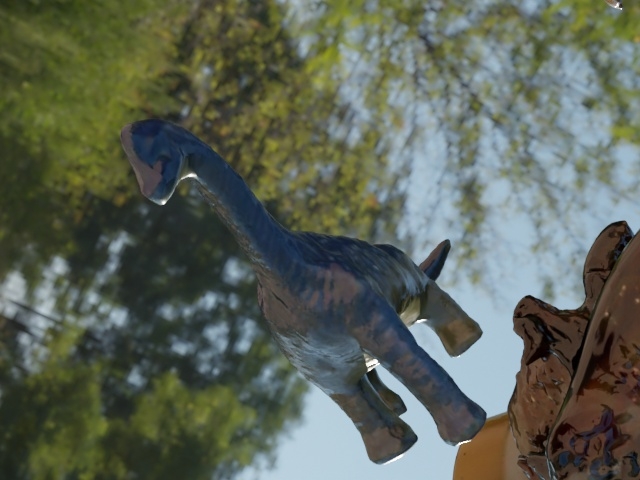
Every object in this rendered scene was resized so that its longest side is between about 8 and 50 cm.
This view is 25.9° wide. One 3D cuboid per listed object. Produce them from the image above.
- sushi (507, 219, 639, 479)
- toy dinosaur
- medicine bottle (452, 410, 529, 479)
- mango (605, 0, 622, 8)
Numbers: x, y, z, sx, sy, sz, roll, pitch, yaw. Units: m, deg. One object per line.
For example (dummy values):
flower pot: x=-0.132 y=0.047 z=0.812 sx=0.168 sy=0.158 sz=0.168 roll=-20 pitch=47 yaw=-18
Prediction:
sushi: x=0.209 y=0.084 z=0.740 sx=0.227 sy=0.212 sz=0.215 roll=-49 pitch=-172 yaw=15
toy dinosaur: x=0.000 y=0.000 z=0.621 sx=0.075 sy=0.188 sz=0.247 roll=-31 pitch=-169 yaw=19
medicine bottle: x=0.276 y=0.247 z=1.278 sx=0.232 sy=0.238 sz=0.238 roll=-25 pitch=-145 yaw=31
mango: x=0.343 y=-0.372 z=1.387 sx=0.201 sy=0.153 sz=0.287 roll=-87 pitch=-175 yaw=-57
